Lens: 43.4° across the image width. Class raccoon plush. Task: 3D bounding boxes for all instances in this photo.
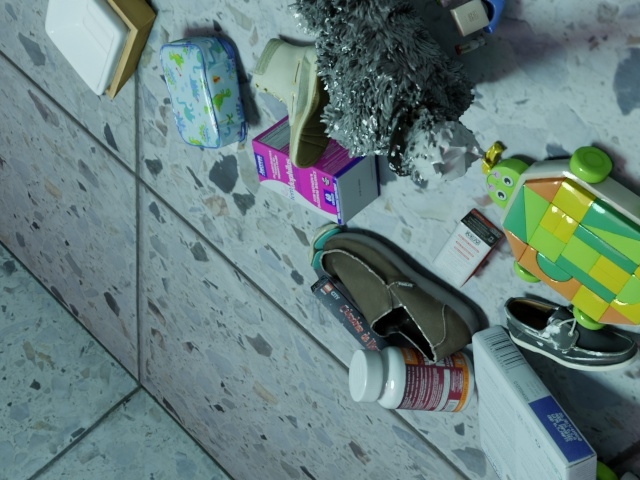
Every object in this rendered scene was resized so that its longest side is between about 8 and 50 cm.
[{"bbox_3d":[0.094,-0.280,1.073,0.299,0.216,0.446,64,169,-21],"label":"raccoon plush"}]

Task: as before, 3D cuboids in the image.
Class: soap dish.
[{"bbox_3d":[-0.481,-0.475,1.756,0.229,0.118,0.291,51,148,0],"label":"soap dish"}]

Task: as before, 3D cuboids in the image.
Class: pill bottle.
[{"bbox_3d":[0.175,0.268,1.564,0.121,0.221,0.121,-173,90,-74],"label":"pill bottle"}]

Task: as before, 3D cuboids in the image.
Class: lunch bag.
[{"bbox_3d":[-0.238,-0.300,1.622,0.176,0.090,0.219,13,121,47],"label":"lunch bag"}]

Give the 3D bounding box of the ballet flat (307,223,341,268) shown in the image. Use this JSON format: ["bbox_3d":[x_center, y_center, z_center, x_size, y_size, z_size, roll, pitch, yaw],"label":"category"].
[{"bbox_3d":[0.000,0.000,1.695,0.168,0.057,0.052,116,139,-54],"label":"ballet flat"}]

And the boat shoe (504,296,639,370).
[{"bbox_3d":[0.399,0.149,1.303,0.233,0.084,0.079,16,135,47],"label":"boat shoe"}]

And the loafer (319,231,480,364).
[{"bbox_3d":[0.128,0.108,1.553,0.366,0.130,0.134,31,150,30],"label":"loafer"}]

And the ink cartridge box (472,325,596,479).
[{"bbox_3d":[0.379,0.374,1.446,0.324,0.071,0.330,-119,12,-51],"label":"ink cartridge box"}]

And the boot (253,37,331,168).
[{"bbox_3d":[-0.053,-0.246,1.428,0.165,0.077,0.213,22,107,41],"label":"boot"}]

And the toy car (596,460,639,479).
[{"bbox_3d":[0.495,0.485,1.476,0.159,0.136,0.182,20,137,41],"label":"toy car"}]

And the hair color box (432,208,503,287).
[{"bbox_3d":[0.253,0.015,1.392,0.072,0.043,0.141,43,149,13],"label":"hair color box"}]

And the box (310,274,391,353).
[{"bbox_3d":[0.074,0.174,1.696,0.233,0.044,0.159,47,180,-2],"label":"box"}]

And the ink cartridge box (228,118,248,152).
[{"bbox_3d":[-0.182,-0.232,1.707,0.048,0.028,0.083,41,147,18],"label":"ink cartridge box"}]

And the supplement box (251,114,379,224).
[{"bbox_3d":[-0.010,-0.137,1.508,0.220,0.114,0.111,28,143,35],"label":"supplement box"}]

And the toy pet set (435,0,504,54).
[{"bbox_3d":[0.206,-0.323,1.109,0.114,0.065,0.122,-98,-17,-74],"label":"toy pet set"}]

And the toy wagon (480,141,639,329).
[{"bbox_3d":[0.365,-0.017,1.191,0.344,0.068,0.267,39,146,19],"label":"toy wagon"}]
